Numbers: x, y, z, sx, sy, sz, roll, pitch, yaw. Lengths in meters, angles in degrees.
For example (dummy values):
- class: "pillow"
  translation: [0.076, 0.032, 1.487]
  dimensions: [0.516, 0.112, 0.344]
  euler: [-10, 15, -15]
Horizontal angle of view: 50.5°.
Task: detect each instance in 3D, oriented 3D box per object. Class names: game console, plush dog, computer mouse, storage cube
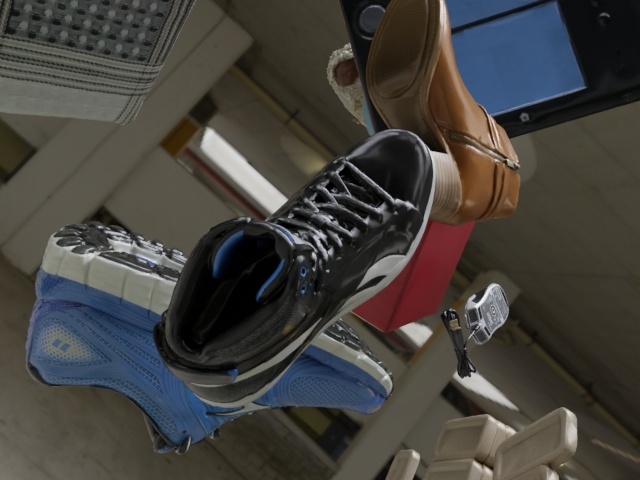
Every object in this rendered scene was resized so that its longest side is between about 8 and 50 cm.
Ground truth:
- class: "game console"
  translation: [0.233, -0.303, 0.929]
  dimensions: [0.060, 0.387, 0.341]
  euler: [45, 30, -70]
- class: "plush dog"
  translation: [0.157, -0.322, 1.341]
  dimensions: [0.262, 0.225, 0.210]
  euler: [41, 2, -10]
- class: "computer mouse"
  translation: [0.247, 0.131, 1.081]
  dimensions: [0.042, 0.193, 0.106]
  euler: [-18, -82, 39]
- class: "storage cube"
  translation: [0.105, 0.007, 1.078]
  dimensions: [0.184, 0.193, 0.215]
  euler: [29, 20, 28]

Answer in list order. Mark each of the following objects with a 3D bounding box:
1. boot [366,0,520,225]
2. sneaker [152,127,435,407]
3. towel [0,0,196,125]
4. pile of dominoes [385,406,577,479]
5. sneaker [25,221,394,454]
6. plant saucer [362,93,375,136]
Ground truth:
- class: "boot"
  translation: [0.115, -0.110, 0.584]
  dimensions: [0.153, 0.197, 0.073]
  euler: [3, 1, -42]
- class: "sneaker"
  translation: [0.000, 0.000, 0.381]
  dimensions: [0.079, 0.217, 0.121]
  euler: [37, -16, 14]
- class: "towel"
  translation: [-0.247, -0.229, 0.557]
  dimensions: [0.324, 0.312, 0.056]
  euler: [3, 50, -41]
- class: "pile of dominoes"
  translation: [0.060, 0.218, 0.372]
  dimensions: [0.040, 0.251, 0.196]
  euler: [31, -27, -8]
- class: "sneaker"
  translation: [-0.085, 0.101, 0.577]
  dimensions: [0.330, 0.147, 0.130]
  euler: [21, 10, -28]
- class: "plant saucer"
  translation: [0.155, -0.220, 1.078]
  dimensions: [0.195, 0.195, 0.037]
  euler: [44, 2, -20]
